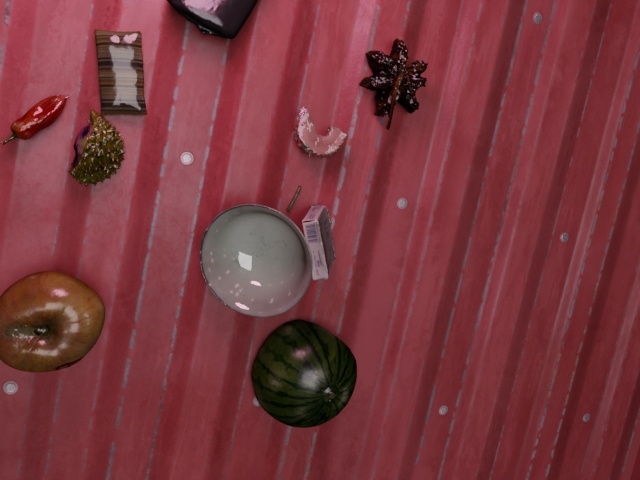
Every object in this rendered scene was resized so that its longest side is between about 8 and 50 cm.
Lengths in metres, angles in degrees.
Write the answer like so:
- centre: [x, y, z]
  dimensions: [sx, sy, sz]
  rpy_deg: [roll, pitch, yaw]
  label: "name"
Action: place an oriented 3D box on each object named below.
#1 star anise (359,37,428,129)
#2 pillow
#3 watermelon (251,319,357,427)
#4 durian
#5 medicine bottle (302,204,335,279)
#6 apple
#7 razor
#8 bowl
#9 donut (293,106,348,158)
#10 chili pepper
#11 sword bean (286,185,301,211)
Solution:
- centre: [0.221, -0.460, 1.532]
  dimensions: [0.190, 0.125, 0.220]
  rpy_deg: [-38, 107, -14]
  label: "star anise"
- centre: [-0.494, -0.415, 1.329]
  dimensions: [0.113, 0.038, 0.204]
  rpy_deg: [-3, 100, -16]
  label: "pillow"
- centre: [-0.034, 0.413, 1.569]
  dimensions: [0.330, 0.189, 0.331]
  rpy_deg: [-1, 94, -19]
  label: "watermelon"
- centre: [-0.540, -0.214, 1.309]
  dimensions: [0.118, 0.108, 0.187]
  rpy_deg: [22, 92, -21]
  label: "durian"
- centre: [0.000, 0.000, 1.495]
  dimensions: [0.052, 0.201, 0.171]
  rpy_deg: [-8, 105, 9]
  label: "medicine bottle"
- centre: [-0.657, 0.194, 1.296]
  dimensions: [0.260, 0.194, 0.261]
  rpy_deg: [-3, 100, -17]
  label: "apple"
- centre: [-0.229, -0.686, 1.334]
  dimensions: [0.204, 0.113, 0.349]
  rpy_deg: [28, 92, -21]
  label: "razor"
- centre: [-0.156, 0.036, 1.453]
  dimensions: [0.313, 0.146, 0.314]
  rpy_deg: [4, 109, 12]
  label: "bowl"
- centre: [-0.011, -0.288, 1.509]
  dimensions: [0.166, 0.065, 0.117]
  rpy_deg: [26, 89, -21]
  label: "donut"
- centre: [-0.679, -0.288, 1.277]
  dimensions: [0.059, 0.050, 0.191]
  rpy_deg: [39, 71, 16]
  label: "chili pepper"
- centre: [-0.075, -0.121, 1.544]
  dimensions: [0.012, 0.012, 0.083]
  rpy_deg: [29, 89, -22]
  label: "sword bean"
